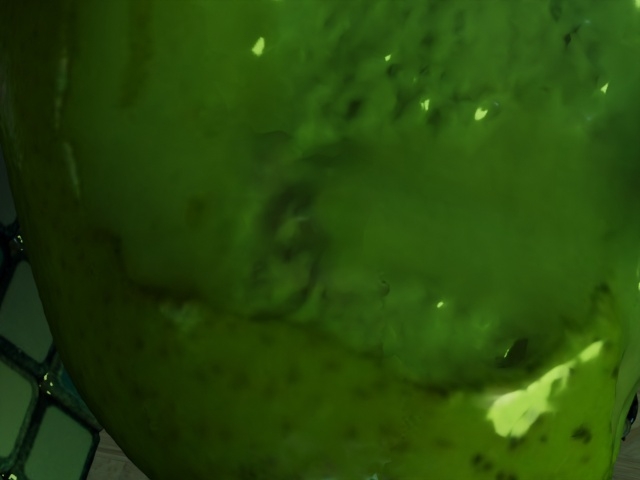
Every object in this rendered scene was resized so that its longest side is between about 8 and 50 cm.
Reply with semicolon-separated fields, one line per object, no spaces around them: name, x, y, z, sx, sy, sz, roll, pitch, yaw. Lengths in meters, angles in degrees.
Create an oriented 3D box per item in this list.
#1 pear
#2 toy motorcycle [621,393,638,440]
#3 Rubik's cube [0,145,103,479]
pear;0.000;0.000;0.627;0.286;0.282;0.176;6;171;9
toy motorcycle;0.167;0.149;1.227;0.106;0.159;0.270;12;165;0
Rubik's cube;-0.306;0.065;0.912;0.293;0.287;0.292;-4;146;36
